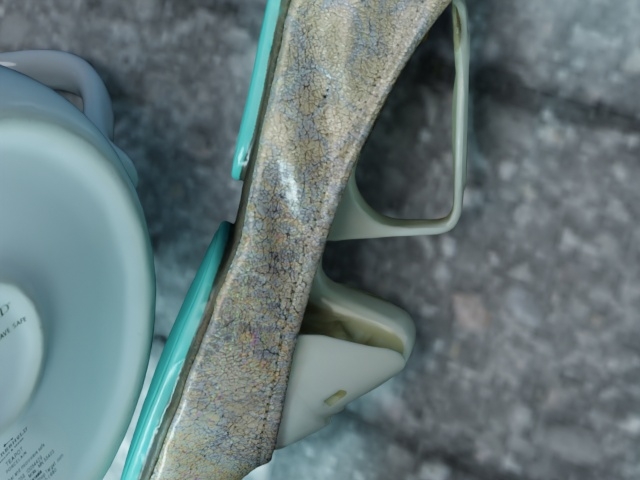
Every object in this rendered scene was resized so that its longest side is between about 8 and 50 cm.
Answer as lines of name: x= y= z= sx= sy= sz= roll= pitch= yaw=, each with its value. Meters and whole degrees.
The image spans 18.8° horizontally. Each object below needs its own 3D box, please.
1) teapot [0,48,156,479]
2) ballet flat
teapot: x=-0.203 y=0.025 z=0.814 sx=0.187 sy=0.256 sz=0.253 roll=17 pitch=94 yaw=36
ballet flat: x=0.000 y=0.000 z=0.817 sx=0.106 sy=0.107 sz=0.316 roll=18 pitch=106 yaw=-1
